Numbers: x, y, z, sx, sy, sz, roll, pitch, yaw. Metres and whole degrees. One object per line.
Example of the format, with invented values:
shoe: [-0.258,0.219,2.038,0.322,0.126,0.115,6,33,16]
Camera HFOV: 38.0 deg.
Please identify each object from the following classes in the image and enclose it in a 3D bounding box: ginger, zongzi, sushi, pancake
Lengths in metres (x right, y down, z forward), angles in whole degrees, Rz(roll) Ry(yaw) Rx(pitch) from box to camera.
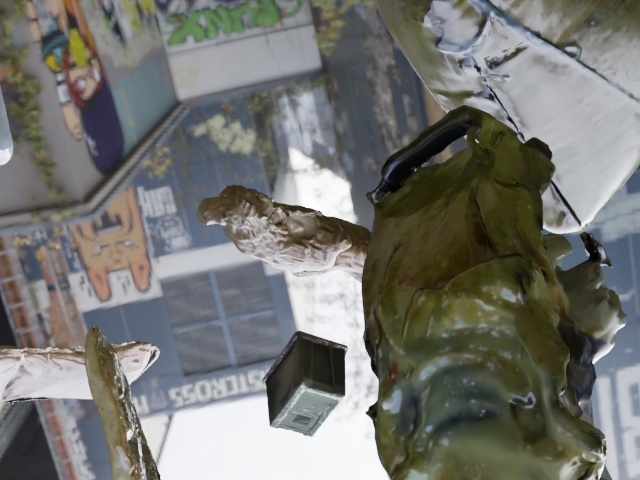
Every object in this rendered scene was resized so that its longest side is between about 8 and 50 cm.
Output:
ginger: [-0.002,-0.001,0.992,0.122,0.084,0.290,-9,159,39]
zongzi: [0.263,-0.238,0.844,0.393,0.356,0.174,-41,-141,8]
sushi: [0.099,0.068,0.443,0.131,0.291,0.139,18,144,-31]
pancake: [-0.140,0.131,0.657,0.025,0.152,0.151,-17,-163,-7]

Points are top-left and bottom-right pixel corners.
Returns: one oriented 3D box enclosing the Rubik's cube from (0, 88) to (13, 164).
Rubik's cube: [-0.391,-0.104,0.389,0.347,0.352,0.351,-26,161,23]

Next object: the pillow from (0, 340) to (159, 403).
pillow: [-0.290,0.145,1.017,0.211,0.034,0.135,5,148,-37]

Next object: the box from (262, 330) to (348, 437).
box: [-0.014,0.141,0.897,0.060,0.085,0.063,21,-143,-19]
